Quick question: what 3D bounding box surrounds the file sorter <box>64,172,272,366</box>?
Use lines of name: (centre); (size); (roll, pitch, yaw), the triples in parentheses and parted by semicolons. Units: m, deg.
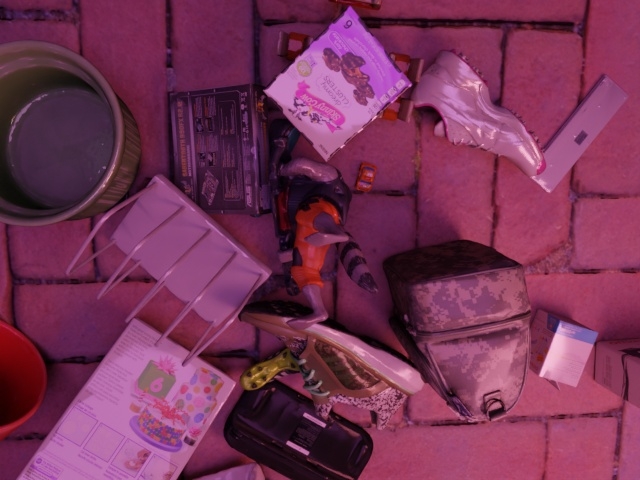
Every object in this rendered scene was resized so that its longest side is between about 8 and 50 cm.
file sorter: (-0.272, 0.063, 0.873); (0.277, 0.173, 0.193); (42, 119, -9)

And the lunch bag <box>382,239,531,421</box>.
lunch bag: (0.246, 0.153, 0.888); (0.212, 0.305, 0.256); (-13, 98, -2)

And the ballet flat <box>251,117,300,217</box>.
ballet flat: (-0.106, -0.147, 0.944); (0.074, 0.074, 0.203); (24, 102, -7)

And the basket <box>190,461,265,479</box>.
basket: (-0.237, 0.665, 0.911); (0.328, 0.331, 0.267); (-17, 108, 3)

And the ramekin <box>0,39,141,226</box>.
ramekin: (-0.472, -0.173, 0.848); (0.303, 0.148, 0.304); (0, 89, -1)

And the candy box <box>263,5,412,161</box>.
candy box: (0.027, -0.264, 0.831); (0.196, 0.070, 0.165); (-41, 106, 11)

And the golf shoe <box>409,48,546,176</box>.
golf shoe: (0.305, -0.223, 0.946); (0.140, 0.115, 0.306); (-44, 92, 13)

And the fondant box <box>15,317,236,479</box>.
fondant box: (-0.355, 0.350, 0.924); (0.238, 0.096, 0.330); (35, 74, -8)

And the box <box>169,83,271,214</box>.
box: (-0.185, -0.163, 0.898); (0.183, 0.056, 0.231); (1, 99, 24)

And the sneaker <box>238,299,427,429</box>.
sneaker: (0.012, 0.253, 0.940); (0.410, 0.158, 0.182); (28, 86, -11)

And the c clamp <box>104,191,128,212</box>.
c clamp: (-0.443, -0.119, 0.944); (0.160, 0.022, 0.137); (-8, 104, -4)

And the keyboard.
keyboard: (0.534, -0.220, 1.004); (0.072, 0.014, 0.256); (37, 94, -13)

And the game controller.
game controller: (-0.043, 0.427, 1.038); (0.319, 0.067, 0.166); (32, 80, -8)

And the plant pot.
plant pot: (-0.694, 0.304, 0.876); (0.275, 0.275, 0.243); (42, 103, -9)

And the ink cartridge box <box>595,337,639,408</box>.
ink cartridge box: (0.707, 0.279, 0.974); (0.171, 0.237, 0.100); (-3, 96, -3)

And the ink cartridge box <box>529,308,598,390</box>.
ink cartridge box: (0.498, 0.235, 1.024); (0.089, 0.092, 0.143); (18, 96, -6)

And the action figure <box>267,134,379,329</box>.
action figure: (0.000, 0.000, 0.866); (0.178, 0.330, 0.341); (-2, 130, 2)

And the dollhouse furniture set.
dollhouse furniture set: (0.053, -0.359, 0.909); (0.262, 0.135, 0.259); (8, 109, -5)

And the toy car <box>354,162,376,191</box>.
toy car: (0.061, -0.147, 0.964); (0.122, 0.040, 0.060); (32, 95, -8)

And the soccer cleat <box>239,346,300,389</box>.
soccer cleat: (-0.087, 0.258, 1.005); (0.178, 0.072, 0.060); (-18, 86, -23)
